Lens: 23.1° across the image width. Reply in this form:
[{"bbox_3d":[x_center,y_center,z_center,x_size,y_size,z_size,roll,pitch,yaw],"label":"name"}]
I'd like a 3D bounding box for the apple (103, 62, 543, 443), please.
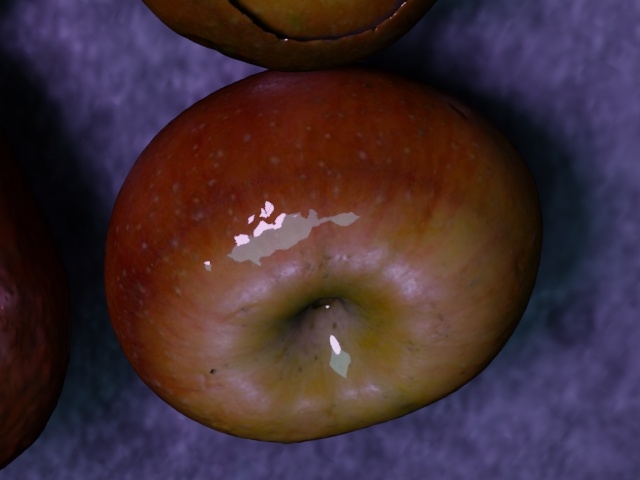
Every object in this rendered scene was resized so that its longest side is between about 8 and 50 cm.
[{"bbox_3d":[0.000,0.000,0.844,0.235,0.173,0.210,-6,130,3],"label":"apple"}]

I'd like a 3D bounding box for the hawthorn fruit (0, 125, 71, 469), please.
[{"bbox_3d":[-0.287,-0.022,0.872,0.285,0.285,0.368,-3,91,15],"label":"hawthorn fruit"}]

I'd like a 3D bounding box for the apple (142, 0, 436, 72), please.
[{"bbox_3d":[-0.022,-0.197,0.742,0.237,0.207,0.237,1,109,3],"label":"apple"}]
